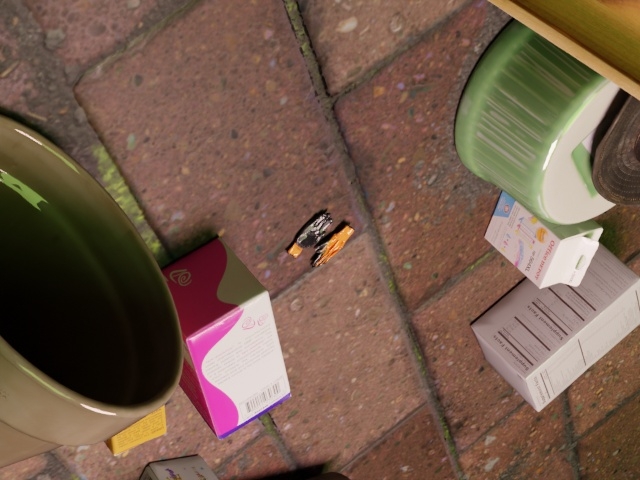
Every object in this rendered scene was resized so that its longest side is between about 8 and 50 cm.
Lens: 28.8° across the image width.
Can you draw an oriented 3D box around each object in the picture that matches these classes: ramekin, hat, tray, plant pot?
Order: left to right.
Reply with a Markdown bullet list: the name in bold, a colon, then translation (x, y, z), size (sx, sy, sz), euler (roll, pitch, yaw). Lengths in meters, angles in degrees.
- **plant pot**: translation (-0.332, 0.090, 1.133), size (0.280, 0.323, 0.323), euler (-37, 148, 18)
- **ramekin**: translation (0.338, -0.166, 1.624), size (0.303, 0.148, 0.303), euler (-26, 141, -23)
- **tray**: translation (0.375, -0.273, 1.398), size (0.411, 0.076, 0.203), euler (31, 108, -9)
- **hat**: translation (0.503, -0.147, 1.562), size (0.331, 0.134, 0.331), euler (-25, 141, -23)

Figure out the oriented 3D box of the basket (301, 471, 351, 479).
- **basket**: translation (-0.048, 0.444, 1.885), size (0.226, 0.154, 0.204), euler (-15, 138, -39)

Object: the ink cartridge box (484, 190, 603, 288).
- **ink cartridge box**: translation (0.323, -0.006, 1.781), size (0.090, 0.143, 0.092), euler (-14, 135, -35)

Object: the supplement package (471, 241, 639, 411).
- **supplement package**: translation (0.382, 0.128, 1.985), size (0.244, 0.134, 0.139), euler (-39, 145, -7)

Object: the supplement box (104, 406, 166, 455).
- **supplement box**: translation (-0.234, 0.146, 1.449), size (0.080, 0.078, 0.233), euler (-26, 141, -23)

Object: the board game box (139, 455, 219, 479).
- **board game box**: translation (-0.160, 0.475, 1.665), size (0.097, 0.303, 0.224), euler (-1, 127, -44)

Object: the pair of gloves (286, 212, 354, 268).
- **pair of gloves**: translation (0.000, 0.000, 1.586), size (0.074, 0.010, 0.083), euler (-48, 142, 9)

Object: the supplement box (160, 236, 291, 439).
- **supplement box**: translation (-0.121, 0.121, 1.504), size (0.111, 0.114, 0.220), euler (-30, 144, -17)
